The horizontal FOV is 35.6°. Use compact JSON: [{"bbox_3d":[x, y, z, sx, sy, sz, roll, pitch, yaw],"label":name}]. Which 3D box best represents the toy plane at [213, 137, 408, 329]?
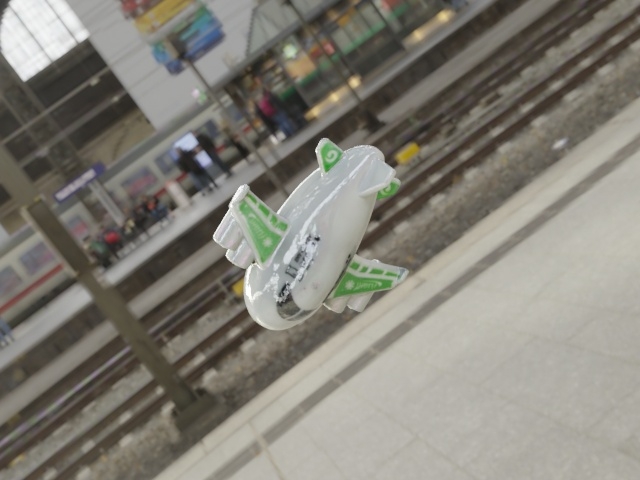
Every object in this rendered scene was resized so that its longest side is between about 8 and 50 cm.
[{"bbox_3d":[-0.001,-0.001,0.805,0.174,0.174,0.080,-37,33,-3],"label":"toy plane"}]
